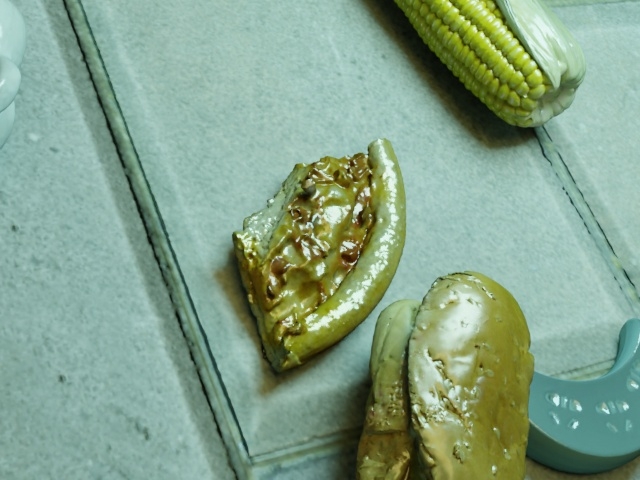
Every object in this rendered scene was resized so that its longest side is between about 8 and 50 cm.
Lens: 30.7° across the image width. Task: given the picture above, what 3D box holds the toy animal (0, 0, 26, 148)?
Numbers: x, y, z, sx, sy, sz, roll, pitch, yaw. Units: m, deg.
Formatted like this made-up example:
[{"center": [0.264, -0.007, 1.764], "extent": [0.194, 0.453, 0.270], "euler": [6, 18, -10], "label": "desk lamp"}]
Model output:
[{"center": [-0.335, -0.143, 0.925], "extent": [0.193, 0.127, 0.178], "euler": [8, 57, -19], "label": "toy animal"}]

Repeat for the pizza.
[{"center": [0.006, 0.001, 1.015], "extent": [0.134, 0.056, 0.271], "euler": [42, 51, -3], "label": "pizza"}]

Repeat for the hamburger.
[{"center": [0.097, 0.127, 0.905], "extent": [0.124, 0.131, 0.262], "euler": [-5, 50, 19], "label": "hamburger"}]

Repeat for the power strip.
[{"center": [0.217, 0.138, 1.019], "extent": [0.216, 0.044, 0.137], "euler": [-6, 61, -26], "label": "power strip"}]

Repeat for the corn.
[{"center": [0.152, -0.250, 1.203], "extent": [0.305, 0.122, 0.123], "euler": [55, 19, 17], "label": "corn"}]
